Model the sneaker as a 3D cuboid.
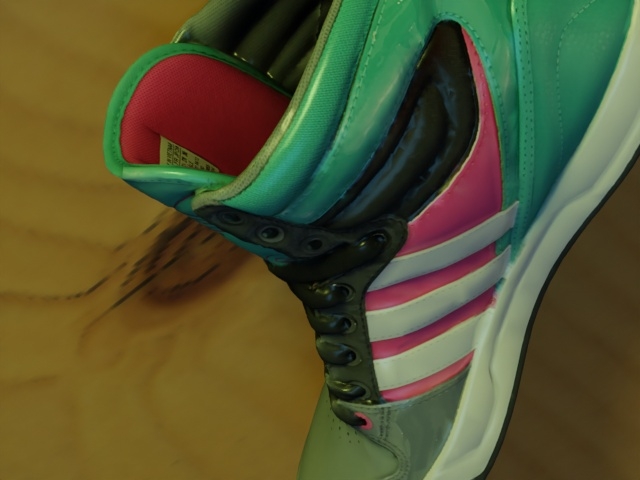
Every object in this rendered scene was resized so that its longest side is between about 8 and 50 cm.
[{"bbox_3d":[0.000,0.000,0.511,0.178,0.124,0.296,10,117,-21],"label":"sneaker"}]
